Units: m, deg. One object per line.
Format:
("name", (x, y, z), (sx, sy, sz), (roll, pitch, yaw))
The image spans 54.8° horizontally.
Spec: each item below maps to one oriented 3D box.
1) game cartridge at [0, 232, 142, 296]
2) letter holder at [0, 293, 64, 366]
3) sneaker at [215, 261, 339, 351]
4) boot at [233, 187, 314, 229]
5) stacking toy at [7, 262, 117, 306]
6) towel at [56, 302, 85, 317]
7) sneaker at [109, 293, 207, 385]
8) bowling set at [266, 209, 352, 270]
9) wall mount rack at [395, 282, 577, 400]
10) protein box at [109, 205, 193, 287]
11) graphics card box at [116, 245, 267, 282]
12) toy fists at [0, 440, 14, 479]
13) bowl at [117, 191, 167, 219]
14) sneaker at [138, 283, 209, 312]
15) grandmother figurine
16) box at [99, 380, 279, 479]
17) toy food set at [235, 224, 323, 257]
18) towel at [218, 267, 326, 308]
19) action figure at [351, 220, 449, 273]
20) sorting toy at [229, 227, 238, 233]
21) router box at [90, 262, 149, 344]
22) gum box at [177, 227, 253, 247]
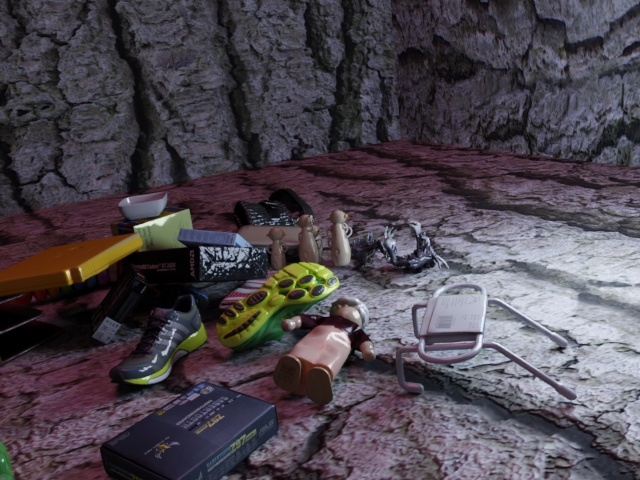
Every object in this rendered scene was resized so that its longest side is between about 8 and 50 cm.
("game cartridge", (-0.645, 0.062, 1.549), (0.286, 0.052, 0.323), (-9, 15, 13))
("letter holder", (-0.830, 0.187, 1.565), (0.302, 0.151, 0.214), (4, 18, 30))
("sneaker", (-0.096, 0.148, 1.382), (0.296, 0.123, 0.109), (-28, 63, -13))
("boot", (-0.201, -0.104, 2.268), (0.260, 0.131, 0.348), (-8, 16, -21))
("stacking toy", (-0.781, 0.111, 1.839), (0.330, 0.141, 0.141), (-21, 22, -30))
("towel", (-0.698, 0.194, 1.725), (0.060, 0.009, 0.083), (-19, 22, -37))
("sneaker", (-0.356, 0.214, 1.341), (0.111, 0.121, 0.300), (-1, 18, 19))
("bowling set", (0.000, 0.000, 1.797), (0.287, 0.154, 0.200), (-5, -1, 30))
("wall mount rack", (0.311, 0.193, 1.172), (0.304, 0.130, 0.350), (-5, 17, 19))
("protein box", (-0.508, 0.016, 1.909), (0.136, 0.199, 0.201), (8, 23, 42))
("graphics card box", (-0.349, 0.069, 1.663), (0.371, 0.094, 0.233), (-4, -4, 42))
("toy fists", (-0.514, 0.384, 0.902), (0.142, 0.096, 0.279), (-28, 27, -28))
("bowl", (-0.534, -0.103, 1.872), (0.142, 0.053, 0.142), (-9, 18, -5))
("sneaker", (-0.383, 0.147, 1.648), (0.221, 0.083, 0.087), (6, 15, 28))
("grandmother figurine", (0.017, 0.207, 1.284), (0.208, 0.104, 0.342), (27, 24, 13))
("box", (-0.211, 0.327, 1.023), (0.184, 0.059, 0.233), (8, 23, 36))
("toy food set", (-0.146, 0.023, 1.978), (0.306, 0.092, 0.219), (2, 15, 2))
("towel", (-0.110, 0.121, 1.596), (0.237, 0.037, 0.329), (-5, 6, 7))
("action figure", (0.226, 0.018, 1.737), (0.276, 0.140, 0.164), (5, 9, 37))
("sorting toy", (-0.302, -0.027, 2.248), (0.075, 0.044, 0.083), (-9, 5, 29))
("router box", (-0.502, 0.154, 1.537), (0.178, 0.046, 0.133), (-54, 26, -1))
("gum box", (-0.294, 0.016, 1.790), (0.185, 0.041, 0.157), (6, -19, 20))
